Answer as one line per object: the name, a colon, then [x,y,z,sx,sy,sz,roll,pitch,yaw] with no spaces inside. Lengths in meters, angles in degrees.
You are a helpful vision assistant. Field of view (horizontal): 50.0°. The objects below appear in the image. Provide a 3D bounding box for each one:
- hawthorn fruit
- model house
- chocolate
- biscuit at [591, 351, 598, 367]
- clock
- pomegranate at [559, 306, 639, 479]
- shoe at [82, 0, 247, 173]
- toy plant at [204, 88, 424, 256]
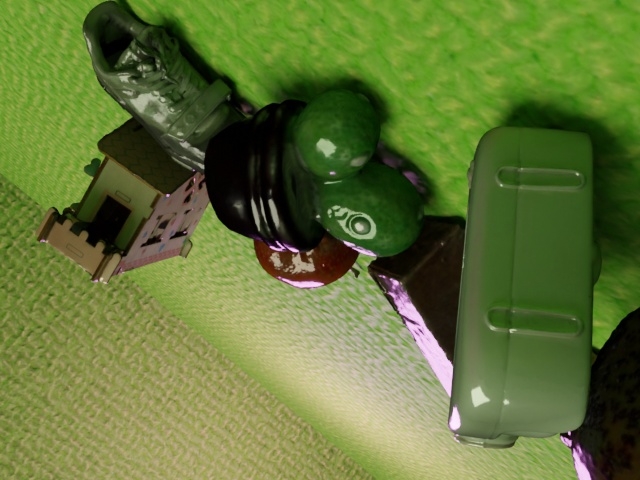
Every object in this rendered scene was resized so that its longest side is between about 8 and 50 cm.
hawthorn fruit: [0.000,0.000,1.018,0.165,0.165,0.285,29,-179,19]
model house: [-0.268,-0.092,1.066,0.169,0.244,0.326,37,-168,7]
chocolate: [0.188,0.124,0.905,0.321,0.112,0.112,56,161,-25]
biscuit: [0.316,0.151,0.933,0.153,0.030,0.234,23,155,31]
clock: [0.187,0.067,0.667,0.108,0.265,0.324,4,158,11]
pomegranate: [0.330,0.179,0.606,0.285,0.285,0.340,39,162,-6]
shoe: [-0.198,-0.196,0.887,0.293,0.109,0.149,37,165,13]
toy plant: [-0.005,-0.070,0.800,0.235,0.175,0.218,-2,134,22]
